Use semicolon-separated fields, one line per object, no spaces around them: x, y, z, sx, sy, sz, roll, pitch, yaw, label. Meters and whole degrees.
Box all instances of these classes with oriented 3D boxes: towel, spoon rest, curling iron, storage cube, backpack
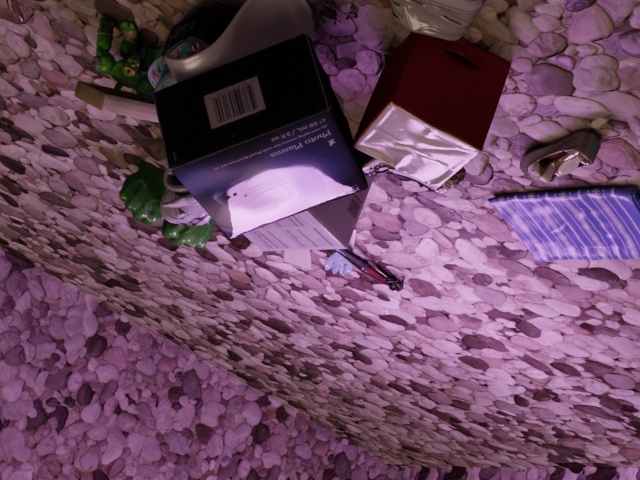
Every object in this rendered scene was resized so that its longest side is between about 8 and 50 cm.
0.549;-0.025;1.998;0.336;0.040;0.243;-3;145;43;towel
-0.141;-0.354;1.695;0.084;0.276;0.137;-118;3;-65;spoon rest
0.129;0.067;2.502;0.068;0.035;0.274;-14;145;43;curling iron
0.194;-0.236;1.684;0.184;0.193;0.215;27;154;-10;storage cube
-0.219;-0.323;1.877;0.225;0.191;0.253;35;158;-27;backpack

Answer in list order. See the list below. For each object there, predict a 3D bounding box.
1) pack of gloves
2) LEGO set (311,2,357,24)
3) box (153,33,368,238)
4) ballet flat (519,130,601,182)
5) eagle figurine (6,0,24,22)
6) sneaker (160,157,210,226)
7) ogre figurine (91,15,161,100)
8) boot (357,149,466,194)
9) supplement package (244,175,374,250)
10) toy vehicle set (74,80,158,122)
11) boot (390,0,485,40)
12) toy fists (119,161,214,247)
0.000;0.000;2.517;0.195;0.046;0.232;17;144;10;pack of gloves
0.026;-0.407;1.691;0.083;0.023;0.054;5;155;6;LEGO set
-0.099;-0.177;1.733;0.296;0.182;0.294;-20;153;8;box
0.443;-0.146;1.807;0.072;0.068;0.213;30;154;-16;ballet flat
-0.666;-0.578;1.773;0.298;0.225;0.226;43;121;29;eagle figurine
-0.328;-0.126;2.326;0.210;0.137;0.366;8;165;-44;sneaker
-0.389;-0.370;1.984;0.097;0.118;0.197;-6;144;45;ogre figurine
0.171;-0.147;1.999;0.179;0.085;0.236;32;147;-24;boot
-0.061;-0.110;2.137;0.263;0.199;0.198;-2;146;41;supplement package
-0.371;-0.285;2.038;0.267;0.035;0.166;8;-167;-35;toy vehicle set
0.128;-0.398;1.526;0.258;0.095;0.123;22;148;-2;boot
-0.412;-0.081;2.554;0.279;0.142;0.096;35;152;-25;toy fists
